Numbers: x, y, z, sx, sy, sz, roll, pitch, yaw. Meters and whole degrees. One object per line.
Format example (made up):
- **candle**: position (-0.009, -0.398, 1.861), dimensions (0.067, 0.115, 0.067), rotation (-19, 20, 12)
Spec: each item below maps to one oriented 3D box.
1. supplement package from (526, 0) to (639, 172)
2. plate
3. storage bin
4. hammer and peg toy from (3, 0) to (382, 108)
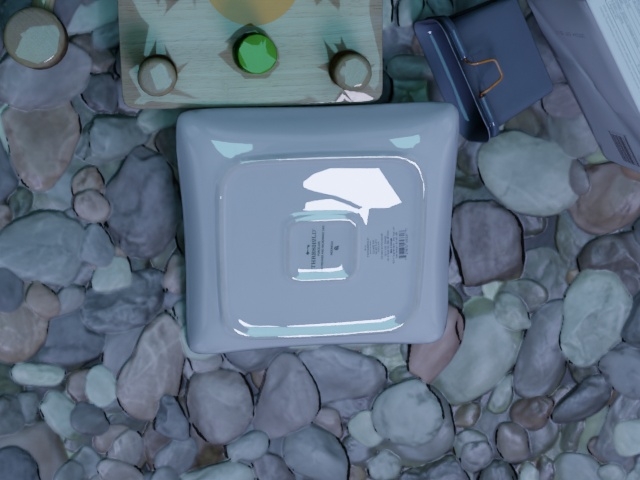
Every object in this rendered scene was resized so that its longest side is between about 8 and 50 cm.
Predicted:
- **supplement package**: position (0.378, -0.211, 1.172), dimensions (0.263, 0.199, 0.198), rotation (-29, 103, 0)
- **plate**: position (0.000, 0.000, 1.219), dimensions (0.278, 0.045, 0.277), rotation (-3, 117, -6)
- **storage bin**: position (0.170, -0.178, 1.217), dimensions (0.091, 0.098, 0.135), rotation (-29, 103, -10)
- **hammer and peg toy**: position (-0.120, -0.257, 1.147), dimensions (0.362, 0.127, 0.265), rotation (-1, 102, -6)
